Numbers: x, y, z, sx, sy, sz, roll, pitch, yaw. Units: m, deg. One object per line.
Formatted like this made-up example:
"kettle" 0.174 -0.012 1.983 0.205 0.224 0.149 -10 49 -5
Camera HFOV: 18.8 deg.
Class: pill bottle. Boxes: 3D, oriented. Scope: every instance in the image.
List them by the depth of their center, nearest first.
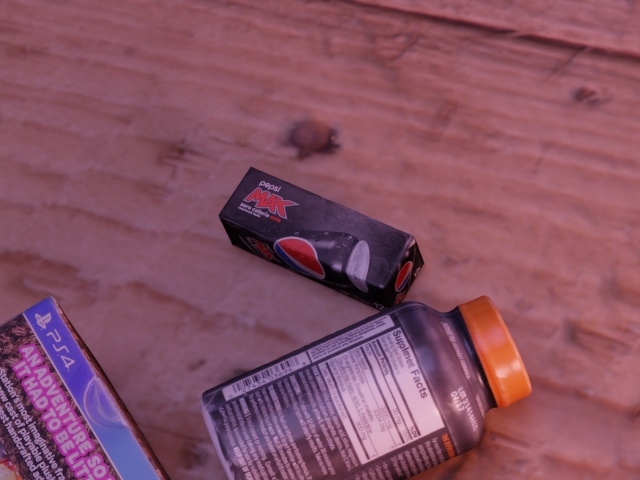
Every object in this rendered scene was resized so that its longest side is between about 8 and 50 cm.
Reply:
"pill bottle" 0.040 0.130 1.524 0.246 0.130 0.130 -24 59 -2

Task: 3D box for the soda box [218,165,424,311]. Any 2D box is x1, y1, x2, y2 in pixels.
"soda box" 0.000 0.000 1.651 0.169 0.053 0.060 23 68 24

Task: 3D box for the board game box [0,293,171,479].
"board game box" -0.265 0.230 1.527 0.291 0.141 0.232 -32 59 -6
